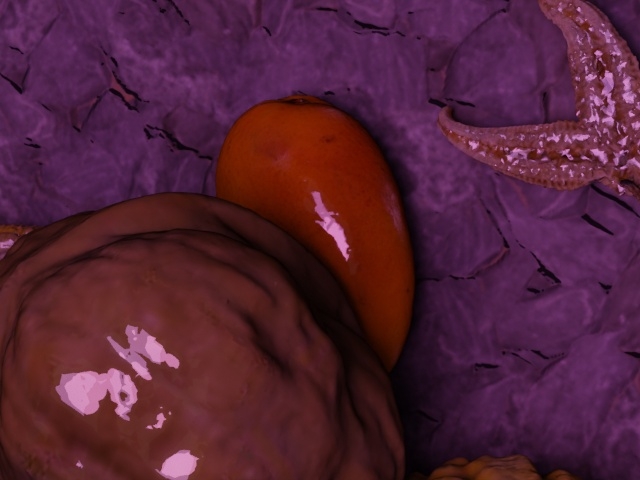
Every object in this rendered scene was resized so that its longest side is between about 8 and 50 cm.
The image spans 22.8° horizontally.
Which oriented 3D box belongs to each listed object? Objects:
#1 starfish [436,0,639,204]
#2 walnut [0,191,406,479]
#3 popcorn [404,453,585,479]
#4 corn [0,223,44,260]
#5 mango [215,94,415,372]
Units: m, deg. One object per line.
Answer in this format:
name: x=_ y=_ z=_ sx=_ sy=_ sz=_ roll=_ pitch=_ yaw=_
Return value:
starfish: x=0.201 y=-0.090 z=1.055 sx=0.247 sy=0.050 sz=0.138 roll=19 pitch=97 yaw=18
walnut: x=-0.093 y=0.109 z=0.985 sx=0.253 sy=0.282 sz=0.277 roll=-37 pitch=116 yaw=11
popcorn: x=0.105 y=0.271 z=1.008 sx=0.224 sy=0.270 sz=0.257 roll=17 pitch=53 yaw=18
corn: x=-0.183 y=0.030 z=1.198 sx=0.288 sy=0.086 sz=0.086 roll=5 pitch=93 yaw=23
mango: x=-0.003 y=0.000 z=1.113 sx=0.141 sy=0.102 sz=0.217 roll=-26 pitch=80 yaw=26
